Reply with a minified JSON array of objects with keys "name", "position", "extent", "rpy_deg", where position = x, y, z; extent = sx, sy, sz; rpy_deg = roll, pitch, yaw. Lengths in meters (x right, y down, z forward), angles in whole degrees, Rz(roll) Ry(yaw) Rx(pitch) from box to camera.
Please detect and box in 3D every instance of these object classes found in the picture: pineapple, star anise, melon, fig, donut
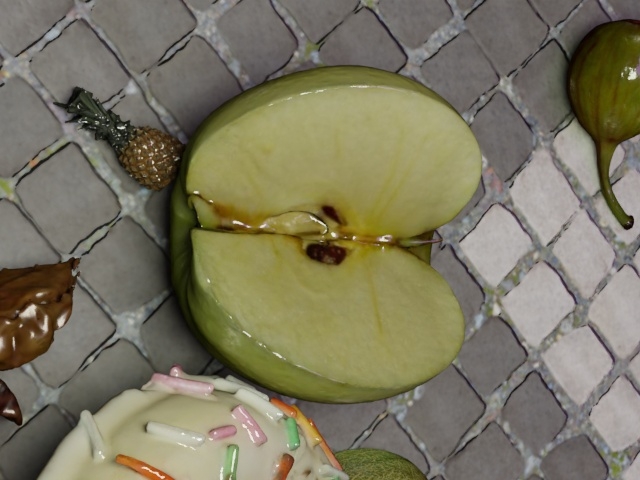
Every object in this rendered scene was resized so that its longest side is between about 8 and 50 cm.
[{"name":"pineapple","position":[-0.178,-0.099,1.242],"extent":[0.124,0.058,0.058],"rpy_deg":[41,70,-15]},{"name":"star anise","position":[-0.289,0.121,1.123],"extent":[0.237,0.148,0.346],"rpy_deg":[-15,91,-21]},{"name":"melon","position":[0.072,0.272,1.339],"extent":[0.128,0.079,0.160],"rpy_deg":[-24,99,-25]},{"name":"fig","position":[0.324,-0.124,1.495],"extent":[0.124,0.124,0.236],"rpy_deg":[-12,117,-28]},{"name":"donut","position":[-0.097,0.297,1.149],"extent":[0.382,0.142,0.382],"rpy_deg":[-2,93,-53]}]

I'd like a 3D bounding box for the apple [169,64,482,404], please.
[{"name":"apple","position":[-0.006,-0.006,1.227],"extent":[0.258,0.233,0.295],"rpy_deg":[4,89,-17]}]
